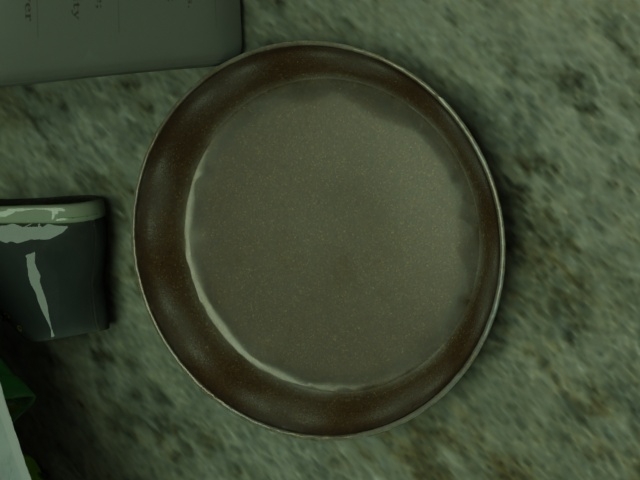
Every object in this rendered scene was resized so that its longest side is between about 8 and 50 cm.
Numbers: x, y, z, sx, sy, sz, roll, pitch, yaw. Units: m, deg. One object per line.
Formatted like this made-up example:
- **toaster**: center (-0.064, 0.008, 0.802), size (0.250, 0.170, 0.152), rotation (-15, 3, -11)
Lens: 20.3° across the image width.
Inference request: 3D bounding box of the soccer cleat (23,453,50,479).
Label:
- **soccer cleat**: center (-0.256, 0.271, 1.509), size (0.072, 0.060, 0.178), rotation (-15, 76, 24)

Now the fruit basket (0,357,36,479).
- **fruit basket**: center (-0.329, 0.244, 1.441), size (0.327, 0.165, 0.353), rotation (-41, 59, 39)

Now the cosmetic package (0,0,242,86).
- **cosmetic package**: center (-0.282, -0.276, 1.278), size (0.328, 0.394, 0.329), rotation (0, 97, 22)

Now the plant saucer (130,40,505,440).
- **plant saucer**: center (0.000, 0.000, 1.389), size (0.311, 0.050, 0.310), rotation (3, 97, 22)

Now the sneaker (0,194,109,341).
- **sneaker**: center (-0.281, 0.027, 1.489), size (0.222, 0.083, 0.118), rotation (-1, 97, 21)
